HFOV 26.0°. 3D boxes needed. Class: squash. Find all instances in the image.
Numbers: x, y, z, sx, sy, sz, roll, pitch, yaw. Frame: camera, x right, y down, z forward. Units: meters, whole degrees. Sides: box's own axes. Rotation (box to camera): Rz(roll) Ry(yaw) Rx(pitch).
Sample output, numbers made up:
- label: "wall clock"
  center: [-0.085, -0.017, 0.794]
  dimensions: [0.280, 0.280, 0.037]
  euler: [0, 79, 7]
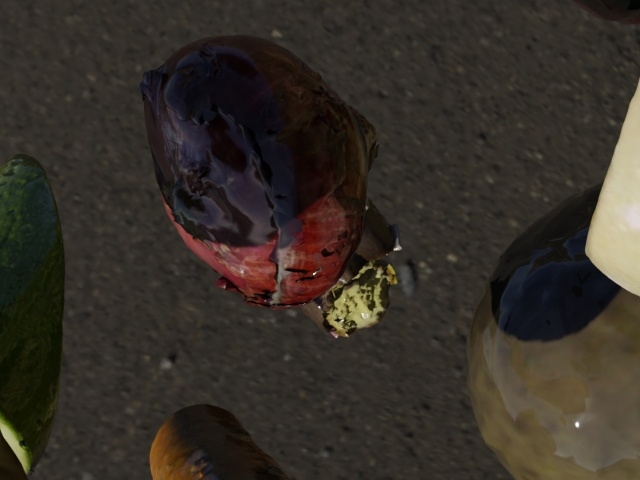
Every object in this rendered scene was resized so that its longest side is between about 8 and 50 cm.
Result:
- label: "squash"
  center: [-0.288, 0.058, 1.383]
  dimensions: [0.111, 0.203, 0.289]
  euler: [-32, 24, 51]

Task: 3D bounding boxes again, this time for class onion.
- label: "onion"
  center: [-0.031, -0.051, 0.887]
  dimensions: [0.184, 0.147, 0.184]
  euler: [31, 134, 39]

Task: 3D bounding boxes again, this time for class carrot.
- label: "carrot"
  center: [-0.062, 0.251, 1.195]
  dimensions: [0.139, 0.138, 0.302]
  euler: [-61, 26, 3]

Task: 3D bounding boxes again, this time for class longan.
- label: "longan"
  center: [0.345, 0.117, 1.467]
  dimensions: [0.391, 0.391, 0.391]
  euler: [-11, 69, 31]

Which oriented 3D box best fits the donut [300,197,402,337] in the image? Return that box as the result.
- label: "donut"
  center: [-0.014, -0.019, 1.769]
  dimensions: [0.136, 0.345, 0.259]
  euler: [-37, 74, -10]

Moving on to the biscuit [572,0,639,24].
- label: "biscuit"
  center: [0.389, -0.370, 1.311]
  dimensions: [0.407, 0.091, 0.407]
  euler: [-50, 10, 12]

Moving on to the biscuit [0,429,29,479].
- label: "biscuit"
  center: [-0.249, 0.113, 0.645]
  dimensions: [0.335, 0.078, 0.329]
  euler: [39, 121, 19]

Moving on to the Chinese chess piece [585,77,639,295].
- label: "Chinese chess piece"
  center: [0.261, -0.086, 0.885]
  dimensions: [0.112, 0.270, 0.270]
  euler: [20, 87, 12]
